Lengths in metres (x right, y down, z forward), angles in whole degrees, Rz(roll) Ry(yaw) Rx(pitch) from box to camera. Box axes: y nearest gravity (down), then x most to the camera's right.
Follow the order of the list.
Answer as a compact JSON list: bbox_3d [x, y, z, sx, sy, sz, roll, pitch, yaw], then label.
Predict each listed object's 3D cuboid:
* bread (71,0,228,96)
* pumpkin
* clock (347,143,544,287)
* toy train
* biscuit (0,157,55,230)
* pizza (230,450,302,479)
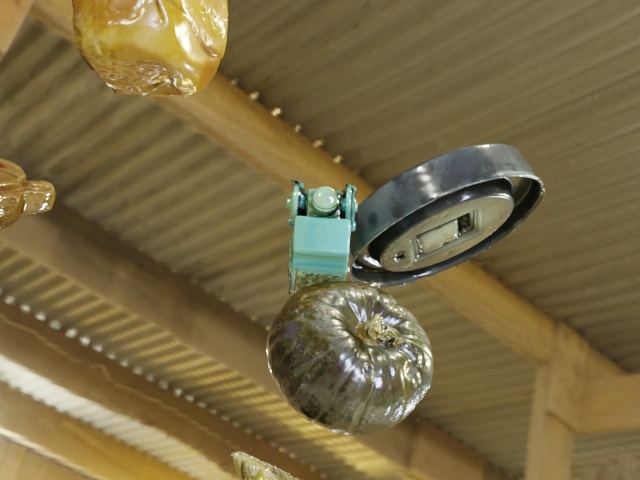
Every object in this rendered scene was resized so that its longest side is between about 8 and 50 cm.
[{"bbox_3d":[-0.174,-0.298,0.991,0.132,0.294,0.167,-4,-10,16],"label":"bread"},{"bbox_3d":[0.040,0.149,1.286,0.224,0.223,0.157,21,-47,-10],"label":"pumpkin"},{"bbox_3d":[0.214,-0.038,1.758,0.386,0.076,0.386,-20,-23,-9],"label":"clock"},{"bbox_3d":[0.000,0.000,1.556,0.112,0.163,0.203,3,-20,2],"label":"toy train"},{"bbox_3d":[-0.559,-0.082,1.462,0.314,0.367,0.063,2,-73,-15],"label":"biscuit"},{"bbox_3d":[-0.039,0.262,0.987,0.108,0.026,0.123,-28,-86,43],"label":"pizza"}]
